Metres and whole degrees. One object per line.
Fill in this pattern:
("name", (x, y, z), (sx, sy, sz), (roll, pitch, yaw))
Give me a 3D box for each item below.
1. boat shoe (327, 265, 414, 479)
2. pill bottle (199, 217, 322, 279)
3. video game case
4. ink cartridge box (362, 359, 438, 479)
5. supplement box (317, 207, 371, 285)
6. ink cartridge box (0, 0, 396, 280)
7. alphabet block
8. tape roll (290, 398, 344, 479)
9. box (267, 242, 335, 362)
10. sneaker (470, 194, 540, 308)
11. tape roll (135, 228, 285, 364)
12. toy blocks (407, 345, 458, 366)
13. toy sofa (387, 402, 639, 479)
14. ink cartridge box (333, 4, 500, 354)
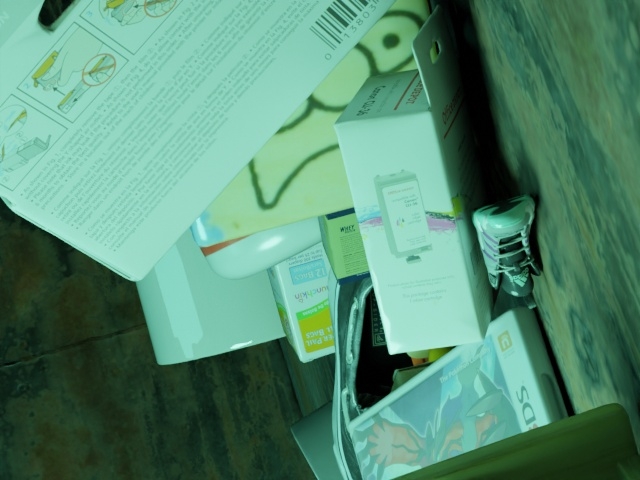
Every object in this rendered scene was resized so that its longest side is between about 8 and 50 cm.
("boat shoe", (0.068, 0.148, 1.666), (0.102, 0.108, 0.301), (-114, 18, -65))
("pill bottle", (-0.081, -0.139, 1.649), (0.323, 0.181, 0.181), (63, 174, -1))
("video game case", (0.101, 0.168, 1.236), (0.201, 0.023, 0.183), (-41, 57, 47))
("ink cartridge box", (0.108, 0.219, 1.397), (0.235, 0.088, 0.193), (100, 155, -61))
("supplement box", (0.041, -0.020, 1.535), (0.056, 0.083, 0.083), (-112, 8, -47))
("ink cartridge box", (-0.099, -0.139, 1.127), (0.066, 0.296, 0.261), (47, -173, 37))
("alphabet block", (-0.029, -0.133, 1.363), (0.193, 0.197, 0.192), (-116, 13, -60))
("tape roll", (0.051, 0.274, 1.994), (0.219, 0.072, 0.219), (59, 177, 5))
("box", (0.000, 0.000, 1.825), (0.103, 0.114, 0.203), (-130, 25, -73))
("sneaker", (0.119, 0.009, 1.137), (0.098, 0.038, 0.069), (-20, -86, -86))
("tape roll", (-0.085, 0.025, 2.060), (0.246, 0.246, 0.169), (-179, 73, -84))
("toy blocks", (0.087, 0.076, 1.505), (0.123, 0.054, 0.148), (88, 165, -64))
("toy sofa", (0.149, 0.239, 0.877), (0.362, 0.150, 0.177), (-120, 11, -69))
("ink cartridge box", (0.062, -0.041, 1.203), (0.115, 0.067, 0.198), (-59, -42, -67))
